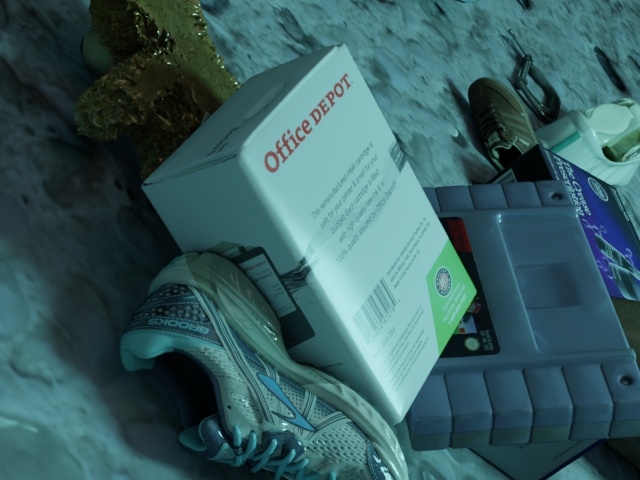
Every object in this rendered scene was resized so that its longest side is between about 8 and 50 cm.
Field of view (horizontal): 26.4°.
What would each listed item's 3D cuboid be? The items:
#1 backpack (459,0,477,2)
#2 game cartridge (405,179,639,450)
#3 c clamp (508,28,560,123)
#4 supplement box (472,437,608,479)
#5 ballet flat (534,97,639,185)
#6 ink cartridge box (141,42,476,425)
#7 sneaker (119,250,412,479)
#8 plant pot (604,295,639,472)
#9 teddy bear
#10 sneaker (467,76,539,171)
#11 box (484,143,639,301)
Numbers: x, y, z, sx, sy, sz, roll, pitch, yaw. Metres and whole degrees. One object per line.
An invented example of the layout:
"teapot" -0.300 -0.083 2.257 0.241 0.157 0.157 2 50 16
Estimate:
"backpack" 0.163 -0.513 2.025 0.355 0.273 0.290 51 19 -25
"game cartridge" 0.172 0.060 1.366 0.230 0.068 0.355 0 38 -6
"c clamp" 0.332 -0.251 2.155 0.137 0.022 0.161 47 27 -17
"supplement box" 0.217 0.130 1.444 0.114 0.111 0.220 37 31 -21
"ballet flat" 0.430 -0.153 2.059 0.139 0.139 0.400 56 29 10
"ink cartridge box" 0.000 0.000 1.172 0.273 0.115 0.198 60 40 -20
"sneaker" -0.051 0.148 1.089 0.283 0.110 0.122 45 47 -4
"plant pot" 0.373 0.158 1.565 0.230 0.215 0.215 28 33 -12
"teddy bear" -0.128 -0.101 1.264 0.338 0.113 0.245 54 35 -7
"sneaker" 0.252 -0.147 1.867 0.071 0.066 0.188 -3 57 -54
"box" 0.337 0.026 1.751 0.184 0.103 0.261 25 37 -42
